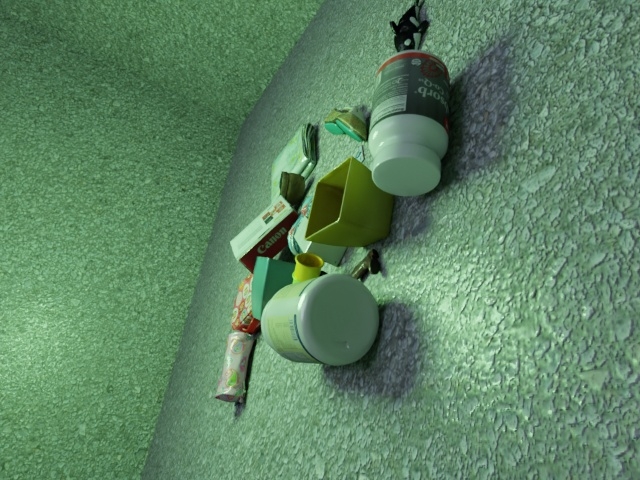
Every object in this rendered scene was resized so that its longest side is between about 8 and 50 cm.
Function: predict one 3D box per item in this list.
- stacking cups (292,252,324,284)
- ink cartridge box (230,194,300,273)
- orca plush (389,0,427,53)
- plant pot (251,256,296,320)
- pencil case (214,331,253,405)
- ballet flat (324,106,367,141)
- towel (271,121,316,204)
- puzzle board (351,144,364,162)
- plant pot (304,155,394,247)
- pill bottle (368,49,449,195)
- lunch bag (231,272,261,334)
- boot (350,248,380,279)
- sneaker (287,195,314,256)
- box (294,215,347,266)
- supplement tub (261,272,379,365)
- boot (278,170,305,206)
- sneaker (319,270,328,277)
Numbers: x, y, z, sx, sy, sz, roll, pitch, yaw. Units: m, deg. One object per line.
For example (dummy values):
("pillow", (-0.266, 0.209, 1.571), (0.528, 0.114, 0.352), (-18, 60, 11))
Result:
("stacking cups", (-0.067, 0.199, 1.542), (0.096, 0.096, 0.315), (-114, 34, -60))
("ink cartridge box", (-0.213, -0.018, 1.950), (0.309, 0.130, 0.272), (-42, 22, 1))
("orca plush", (0.302, -0.771, 1.670), (0.151, 0.102, 0.286), (-11, 60, 64))
("plant pot", (-0.171, 0.194, 1.792), (0.165, 0.166, 0.234), (0, 78, 66))
("pencil case", (-0.350, 0.527, 1.938), (0.124, 0.124, 0.283), (-40, 36, 48))
("ballet flat", (0.110, -0.464, 1.820), (0.123, 0.123, 0.348), (-65, 23, 8))
("towel", (-0.143, -0.365, 2.309), (0.374, 0.090, 0.320), (-49, 28, 38))
("puzzle board", (0.120, -0.288, 1.756), (0.128, 0.011, 0.096), (-49, 29, 37))
("plant pot", (0.099, -0.089, 1.399), (0.212, 0.187, 0.212), (-29, 44, 57))
("pill bottle", (0.239, -0.314, 1.262), (0.210, 0.210, 0.362), (-35, 40, 53))
("lunch bag", (-0.279, 0.269, 1.998), (0.293, 0.120, 0.258), (-45, 32, 41))
("boot", (0.126, 0.092, 1.368), (0.114, 0.037, 0.106), (-47, 17, 34))
("sneaker", (-0.041, -0.058, 1.791), (0.125, 0.104, 0.261), (-3, 67, 63))
("box", (0.000, 0.000, 1.610), (0.090, 0.130, 0.170), (-62, 24, 12))
("supplement tub", (-0.016, 0.224, 1.308), (0.325, 0.236, 0.235), (-22, 50, 60))
("boot", (-0.141, -0.172, 2.136), (0.112, 0.115, 0.305), (-104, 23, -47))
("sneaker", (-0.004, 0.124, 1.597), (0.084, 0.058, 0.152), (-61, 27, 31))
